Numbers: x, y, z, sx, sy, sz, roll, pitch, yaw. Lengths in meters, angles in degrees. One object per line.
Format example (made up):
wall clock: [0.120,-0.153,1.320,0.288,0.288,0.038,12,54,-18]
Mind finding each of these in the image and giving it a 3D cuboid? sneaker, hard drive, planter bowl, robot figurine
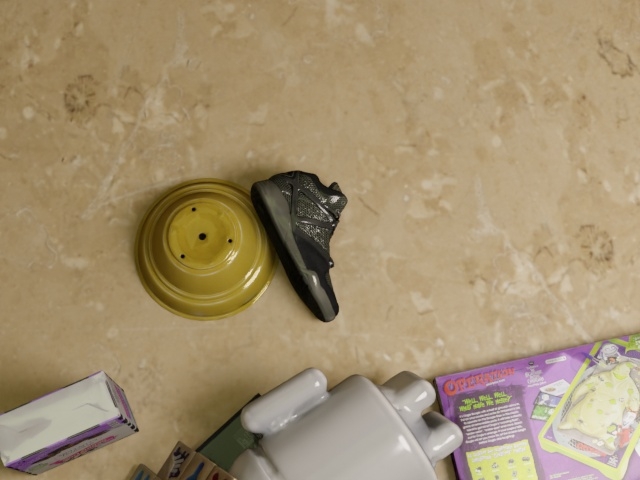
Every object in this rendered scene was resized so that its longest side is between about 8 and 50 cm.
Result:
sneaker: [0.000,0.000,1.942,0.130,0.087,0.227,-23,87,-17]
hard drive: [-0.107,0.298,1.907,0.135,0.022,0.094,-42,81,-9]
planter bowl: [-0.169,0.003,1.942,0.217,0.090,0.217,0,77,1]
robot figurine: [0.018,0.321,1.811,0.353,0.200,0.300,-33,95,-8]

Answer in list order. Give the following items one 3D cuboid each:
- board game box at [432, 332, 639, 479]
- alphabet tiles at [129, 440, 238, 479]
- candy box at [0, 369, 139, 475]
board game box: [0.352,0.260,1.905,0.347,0.056,0.208,-11,81,-3]
alphabet tiles: [-0.243,0.435,1.767,0.011,0.285,0.342,38,79,-31]
candy box: [-0.346,0.253,1.829,0.165,0.196,0.070,-23,77,-5]
